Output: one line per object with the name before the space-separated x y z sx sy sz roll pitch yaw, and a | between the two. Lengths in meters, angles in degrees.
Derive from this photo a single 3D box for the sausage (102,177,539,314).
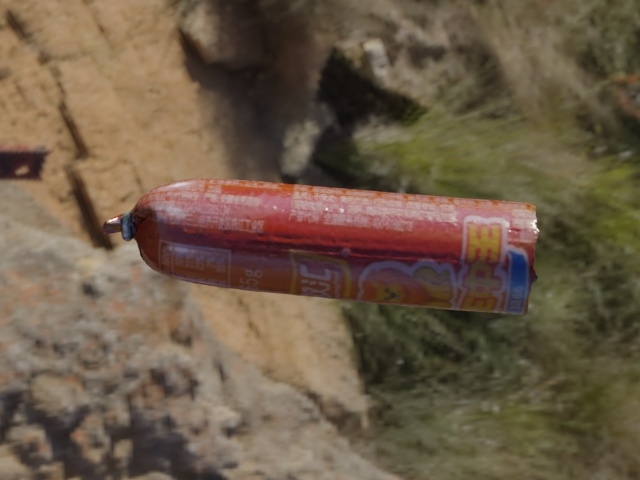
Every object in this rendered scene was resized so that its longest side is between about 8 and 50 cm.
sausage | 0.000 0.000 1.073 0.274 0.074 0.074 6 77 2
